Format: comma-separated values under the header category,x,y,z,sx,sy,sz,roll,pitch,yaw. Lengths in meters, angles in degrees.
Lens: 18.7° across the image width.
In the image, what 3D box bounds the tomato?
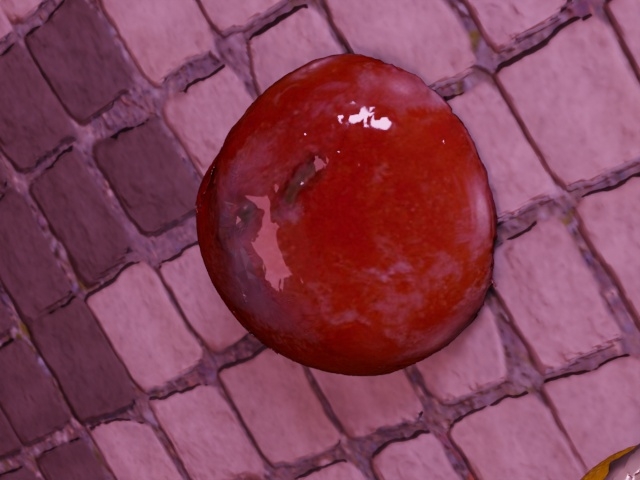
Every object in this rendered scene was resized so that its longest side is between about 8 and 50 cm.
category,x,y,z,sx,sy,sz,roll,pitch,yaw
tomato,0.000,0.000,1.069,0.173,0.099,0.189,55,137,6

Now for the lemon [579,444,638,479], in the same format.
category,x,y,z,sx,sy,sz,roll,pitch,yaw
lemon,0.177,0.155,0.987,0.133,0.109,0.109,-17,101,48

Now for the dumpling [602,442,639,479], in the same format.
category,x,y,z,sx,sy,sz,roll,pitch,yaw
dumpling,0.248,0.167,0.877,0.318,0.187,0.243,-8,131,13
